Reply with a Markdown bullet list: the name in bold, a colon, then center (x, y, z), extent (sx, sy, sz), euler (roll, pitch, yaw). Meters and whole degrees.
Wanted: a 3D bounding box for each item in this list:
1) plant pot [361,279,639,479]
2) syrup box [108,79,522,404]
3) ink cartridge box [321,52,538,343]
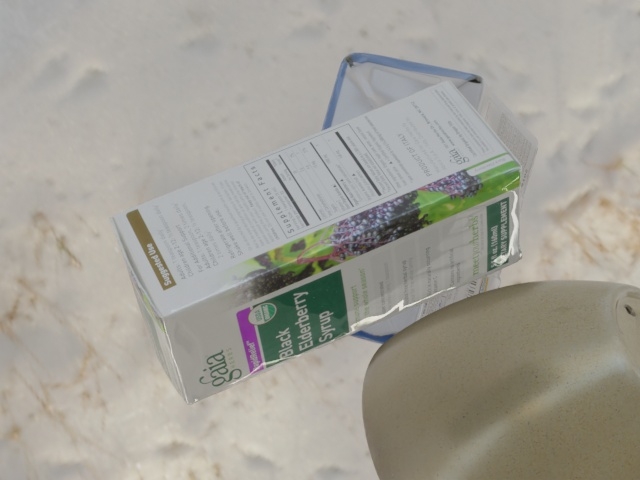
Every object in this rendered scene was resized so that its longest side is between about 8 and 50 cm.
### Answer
- **plant pot**: center (0.199, 0.140, 1.098), extent (0.284, 0.284, 0.191), euler (23, 129, -34)
- **syrup box**: center (0.000, 0.000, 0.875), extent (0.237, 0.096, 0.093), euler (-23, 141, -12)
- **ink cartridge box**: center (0.111, -0.018, 1.501), extent (0.395, 0.151, 0.270), euler (19, 87, -69)
